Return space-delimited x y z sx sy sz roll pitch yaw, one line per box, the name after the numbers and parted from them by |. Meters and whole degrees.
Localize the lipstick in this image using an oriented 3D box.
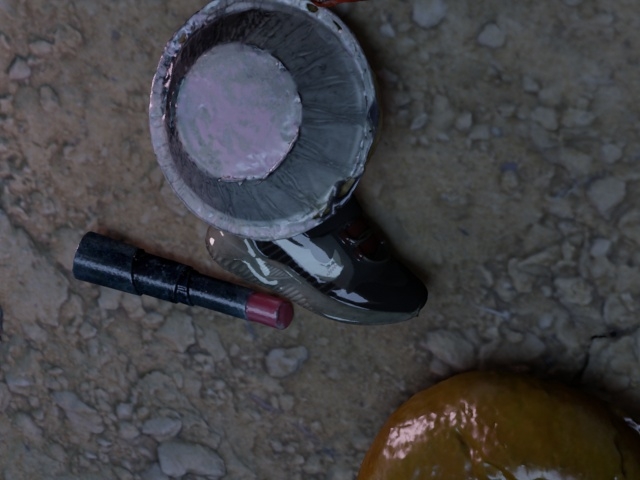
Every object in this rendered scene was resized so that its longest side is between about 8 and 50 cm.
-0.142 0.050 1.470 0.234 0.053 0.053 18 122 11 | lipstick

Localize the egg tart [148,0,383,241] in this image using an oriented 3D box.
-0.060 -0.114 1.279 0.234 0.094 0.234 1 93 23 | egg tart

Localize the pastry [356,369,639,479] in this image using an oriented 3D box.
0.194 0.288 1.381 0.356 0.164 0.356 12 121 21 | pastry

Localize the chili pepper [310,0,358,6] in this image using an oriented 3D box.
0.057 -0.234 1.235 0.178 0.045 0.027 -8 152 26 | chili pepper

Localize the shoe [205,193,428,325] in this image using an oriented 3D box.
0.000 0.000 1.355 0.227 0.099 0.112 19 115 14 | shoe
